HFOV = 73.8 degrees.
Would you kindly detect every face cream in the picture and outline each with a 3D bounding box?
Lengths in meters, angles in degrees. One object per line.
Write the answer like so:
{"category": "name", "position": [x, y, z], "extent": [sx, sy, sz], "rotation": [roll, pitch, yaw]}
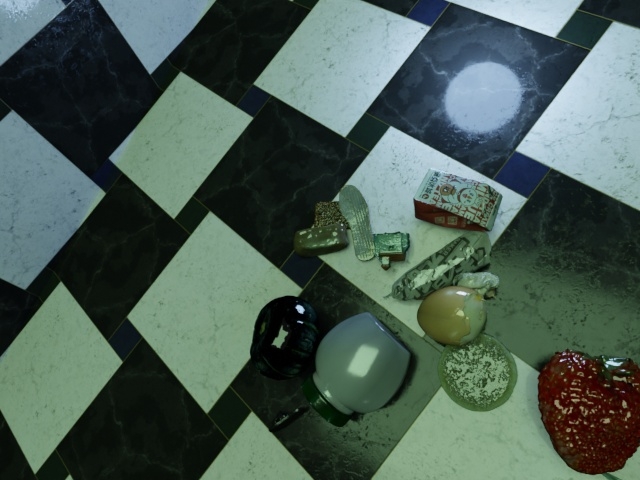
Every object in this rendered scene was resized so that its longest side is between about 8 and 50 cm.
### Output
{"category": "face cream", "position": [0.123, 0.455, 1.512], "extent": [0.357, 0.219, 0.312], "rotation": [-47, 64, 2]}

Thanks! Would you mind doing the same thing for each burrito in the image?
{"category": "burrito", "position": [0.434, 0.117, 1.574], "extent": [0.445, 0.101, 0.139], "rotation": [-33, 76, 5]}

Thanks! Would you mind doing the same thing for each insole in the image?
{"category": "insole", "position": [0.153, -0.080, 1.766], "extent": [0.119, 0.009, 0.349], "rotation": [-17, 70, 12]}

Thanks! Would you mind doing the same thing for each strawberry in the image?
{"category": "strawberry", "position": [0.772, 0.497, 1.241], "extent": [0.311, 0.267, 0.351], "rotation": [4, 90, -8]}

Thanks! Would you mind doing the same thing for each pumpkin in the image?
{"category": "pumpkin", "position": [-0.126, 0.373, 1.614], "extent": [0.315, 0.238, 0.315], "rotation": [-41, 34, 35]}

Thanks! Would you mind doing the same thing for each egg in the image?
{"category": "egg", "position": [0.446, 0.258, 1.466], "extent": [0.244, 0.201, 0.201], "rotation": [-12, 67, 43]}

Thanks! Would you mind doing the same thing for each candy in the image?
{"category": "candy", "position": [0.000, 0.000, 1.773], "extent": [0.233, 0.102, 0.104], "rotation": [-9, 70, 15]}

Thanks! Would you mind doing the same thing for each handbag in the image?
{"category": "handbag", "position": [0.510, -0.133, 1.592], "extent": [0.298, 0.151, 0.171], "rotation": [23, 69, 24]}

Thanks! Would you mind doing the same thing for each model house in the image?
{"category": "model house", "position": [0.274, 0.044, 1.659], "extent": [0.148, 0.119, 0.149], "rotation": [0, 85, 16]}

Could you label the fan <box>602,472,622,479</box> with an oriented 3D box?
{"category": "fan", "position": [0.875, 0.713, 1.259], "extent": [0.193, 0.016, 0.038], "rotation": [26, 86, 25]}

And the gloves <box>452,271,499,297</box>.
{"category": "gloves", "position": [0.548, 0.157, 1.514], "extent": [0.153, 0.114, 0.070], "rotation": [1, 50, 6]}

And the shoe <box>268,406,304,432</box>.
{"category": "shoe", "position": [-0.133, 0.671, 1.629], "extent": [0.159, 0.062, 0.053], "rotation": [-36, 51, 7]}

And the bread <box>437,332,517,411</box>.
{"category": "bread", "position": [0.535, 0.445, 1.461], "extent": [0.266, 0.040, 0.267], "rotation": [-7, 70, 19]}

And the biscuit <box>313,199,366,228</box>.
{"category": "biscuit", "position": [0.085, -0.109, 1.819], "extent": [0.236, 0.026, 0.131], "rotation": [-3, 74, 21]}
